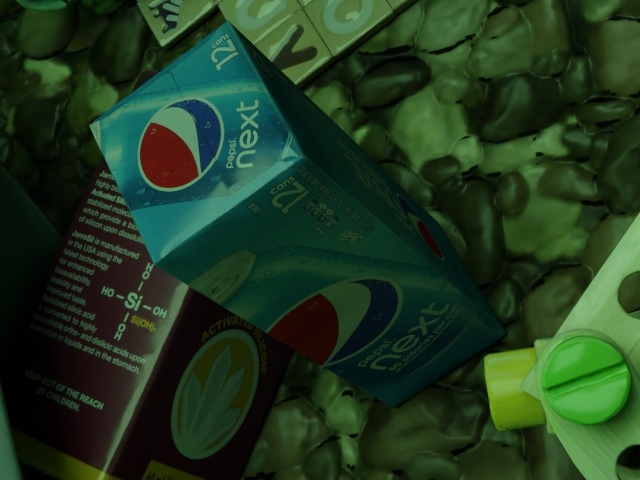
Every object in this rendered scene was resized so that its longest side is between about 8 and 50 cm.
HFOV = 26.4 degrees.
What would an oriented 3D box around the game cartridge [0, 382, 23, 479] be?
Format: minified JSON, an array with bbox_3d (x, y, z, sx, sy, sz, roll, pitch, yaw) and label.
[{"bbox_3d":[-0.222,0.068,0.518,0.062,0.198,0.297,-17,86,65],"label":"game cartridge"}]

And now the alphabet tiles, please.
[{"bbox_3d":[-0.027,-0.194,0.768,0.198,0.009,0.237,-36,58,11],"label":"alphabet tiles"}]

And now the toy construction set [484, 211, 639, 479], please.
[{"bbox_3d":[0.061,0.135,0.507,0.328,0.151,0.215,-33,83,22],"label":"toy construction set"}]

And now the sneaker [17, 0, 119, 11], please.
[{"bbox_3d":[-0.109,-0.244,0.752,0.256,0.094,0.151,-52,47,26],"label":"sneaker"}]

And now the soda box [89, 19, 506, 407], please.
[{"bbox_3d":[0.000,0.000,0.556,0.067,0.210,0.071,-36,58,11],"label":"soda box"}]

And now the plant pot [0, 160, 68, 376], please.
[{"bbox_3d":[-0.261,0.037,0.666,0.255,0.271,0.272,-42,56,-11],"label":"plant pot"}]

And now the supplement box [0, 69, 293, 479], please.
[{"bbox_3d":[-0.066,0.029,0.643,0.081,0.104,0.188,18,80,31],"label":"supplement box"}]
